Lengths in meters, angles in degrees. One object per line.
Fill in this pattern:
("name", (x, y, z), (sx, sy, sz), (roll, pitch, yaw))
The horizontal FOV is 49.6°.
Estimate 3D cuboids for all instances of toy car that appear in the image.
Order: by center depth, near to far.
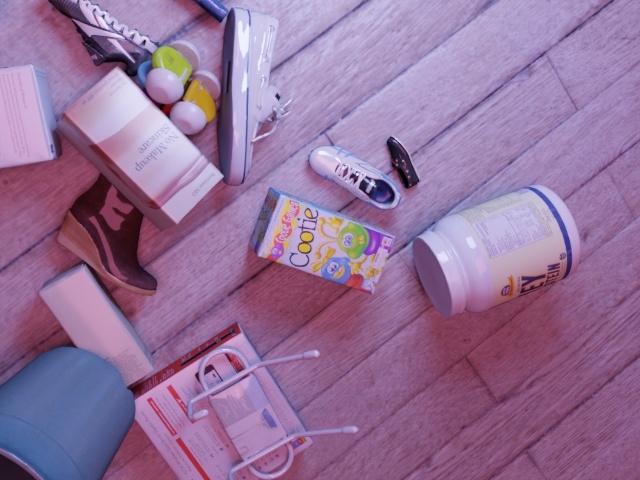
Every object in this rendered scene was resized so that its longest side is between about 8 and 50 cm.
("toy car", (-0.301, -0.306, 1.417), (0.136, 0.159, 0.182), (-11, 133, 29))

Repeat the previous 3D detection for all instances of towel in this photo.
("towel", (-0.242, -0.500, 1.425), (0.119, 0.067, 0.029), (37, 92, -17))

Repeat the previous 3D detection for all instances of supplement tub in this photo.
("supplement tub", (0.402, 0.027, 1.605), (0.325, 0.235, 0.235), (-21, 105, -9))

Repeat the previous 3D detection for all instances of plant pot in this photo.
("plant pot", (-0.550, 0.402, 1.350), (0.341, 0.334, 0.341), (5, 116, 11))

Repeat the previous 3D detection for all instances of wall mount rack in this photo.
("wall mount rack", (-0.107, 0.381, 1.513), (0.304, 0.130, 0.350), (-28, 107, -8))

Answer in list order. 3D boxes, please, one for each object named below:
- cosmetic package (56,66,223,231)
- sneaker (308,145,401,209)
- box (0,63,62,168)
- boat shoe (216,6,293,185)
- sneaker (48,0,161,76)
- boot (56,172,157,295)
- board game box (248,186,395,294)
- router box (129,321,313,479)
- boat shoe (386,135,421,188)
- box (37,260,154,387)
("cosmetic package", (-0.360, -0.177, 1.389), (0.296, 0.129, 0.153), (45, 67, -16))
("sneaker", (0.083, -0.144, 1.569), (0.237, 0.086, 0.085), (27, 95, -16))
("box", (-0.582, -0.237, 1.332), (0.119, 0.181, 0.181), (-10, 103, -13))
("boat shoe", (-0.129, -0.297, 1.473), (0.157, 0.136, 0.366), (2, 92, -22))
("sneaker", (-0.446, -0.409, 1.386), (0.234, 0.078, 0.106), (29, 90, -20))
("boot", (-0.406, -0.020, 1.466), (0.248, 0.090, 0.207), (36, 92, -14))
("board game box", (0.000, 0.000, 1.546), (0.275, 0.144, 0.142), (20, 96, -16))
("router box", (-0.229, 0.409, 1.600), (0.301, 0.082, 0.335), (-31, 107, -6))
("boat shoe", (0.187, -0.181, 1.606), (0.042, 0.049, 0.133), (-36, 112, -13))
("box", (-0.476, 0.186, 1.488), (0.113, 0.094, 0.275), (-30, 106, -7))
